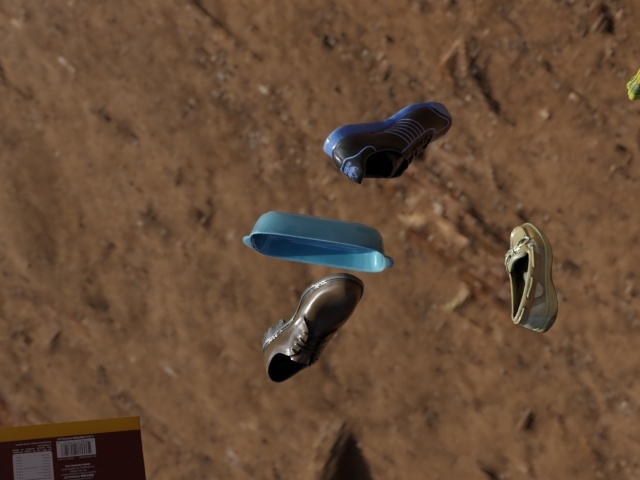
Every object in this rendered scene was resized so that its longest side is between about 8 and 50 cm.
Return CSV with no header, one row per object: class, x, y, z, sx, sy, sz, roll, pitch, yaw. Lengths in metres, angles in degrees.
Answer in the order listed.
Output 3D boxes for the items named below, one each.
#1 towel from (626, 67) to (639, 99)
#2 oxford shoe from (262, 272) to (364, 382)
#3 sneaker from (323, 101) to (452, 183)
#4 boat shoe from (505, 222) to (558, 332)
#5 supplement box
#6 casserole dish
towel,0.363,-0.207,1.238,0.102,0.021,0.237,-6,150,-13
oxford shoe,-0.007,0.135,2.012,0.083,0.096,0.227,24,129,-20
sneaker,0.119,-0.142,2.078,0.090,0.232,0.081,52,146,30
boat shoe,0.236,0.038,1.579,0.048,0.153,0.056,15,139,-19
supplement box,-0.320,0.346,1.761,0.191,0.194,0.129,-3,152,-14
casserole dish,0.000,0.000,1.681,0.188,0.037,0.114,9,164,6
